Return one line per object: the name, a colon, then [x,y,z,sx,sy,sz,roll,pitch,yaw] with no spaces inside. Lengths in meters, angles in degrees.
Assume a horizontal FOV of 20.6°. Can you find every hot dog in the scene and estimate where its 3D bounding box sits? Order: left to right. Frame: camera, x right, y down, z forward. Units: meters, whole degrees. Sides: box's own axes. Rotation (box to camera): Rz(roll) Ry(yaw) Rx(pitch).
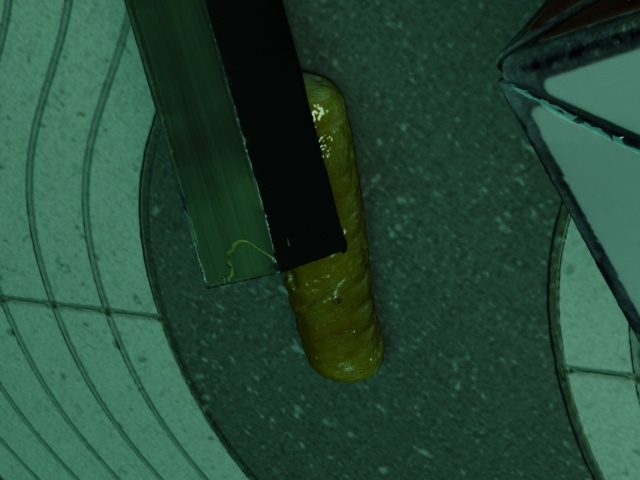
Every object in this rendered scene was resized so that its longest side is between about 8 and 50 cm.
hot dog: [0.003,-0.002,1.426,0.087,0.061,0.286,-2,123,23]

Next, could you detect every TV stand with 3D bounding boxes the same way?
TV stand: [-0.067,-0.106,1.313,0.082,0.088,0.270,-12,96,39]

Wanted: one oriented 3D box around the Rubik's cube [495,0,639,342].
Rubik's cube: [0.299,-0.087,1.016,0.254,0.259,0.260,-13,118,42]
